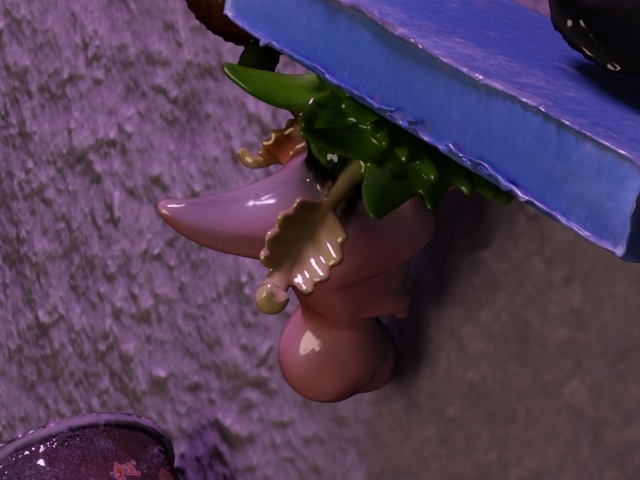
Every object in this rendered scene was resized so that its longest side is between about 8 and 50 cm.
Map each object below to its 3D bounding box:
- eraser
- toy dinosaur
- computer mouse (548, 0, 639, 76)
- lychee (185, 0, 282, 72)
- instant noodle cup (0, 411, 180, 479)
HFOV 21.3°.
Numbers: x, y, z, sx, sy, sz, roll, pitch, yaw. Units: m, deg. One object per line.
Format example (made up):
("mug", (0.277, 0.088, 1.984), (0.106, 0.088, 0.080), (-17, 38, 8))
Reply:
("eraser", (0.089, -0.067, 0.754), (0.312, 0.144, 0.042), (37, 119, 51))
("toy dinosaur", (-0.005, -0.005, 0.911), (0.152, 0.194, 0.177), (47, 111, 34))
("computer mouse", (0.183, -0.192, 0.650), (0.295, 0.087, 0.168), (-63, 36, 22))
("lychee", (-0.024, -0.154, 0.952), (0.114, 0.114, 0.146), (6, 87, 58))
("instant noodle cup", (-0.147, 0.258, 1.125), (0.207, 0.217, 0.217), (53, 136, 31))
